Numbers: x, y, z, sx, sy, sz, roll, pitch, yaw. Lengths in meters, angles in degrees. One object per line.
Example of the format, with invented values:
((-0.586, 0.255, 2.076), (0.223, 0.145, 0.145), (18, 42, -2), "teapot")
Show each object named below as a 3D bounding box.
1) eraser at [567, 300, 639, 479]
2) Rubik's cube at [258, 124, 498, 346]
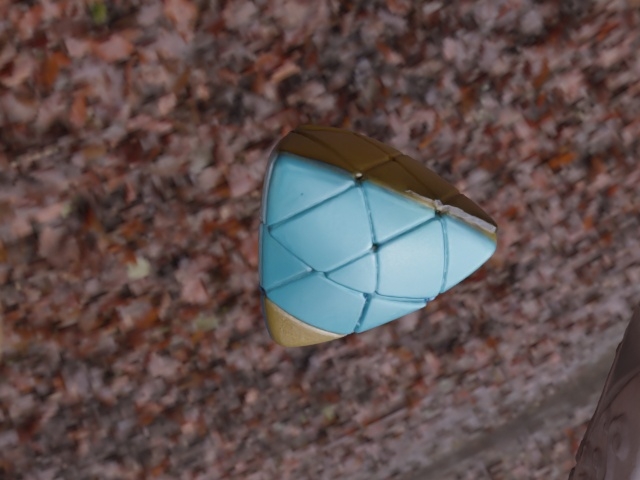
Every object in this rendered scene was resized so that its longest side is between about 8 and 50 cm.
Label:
((0.162, 0.130, 0.639), (0.204, 0.059, 0.243), (-48, 151, -58), "eraser")
((0.000, 0.000, 1.167), (0.254, 0.254, 0.254), (-21, 154, -11), "Rubik's cube")
